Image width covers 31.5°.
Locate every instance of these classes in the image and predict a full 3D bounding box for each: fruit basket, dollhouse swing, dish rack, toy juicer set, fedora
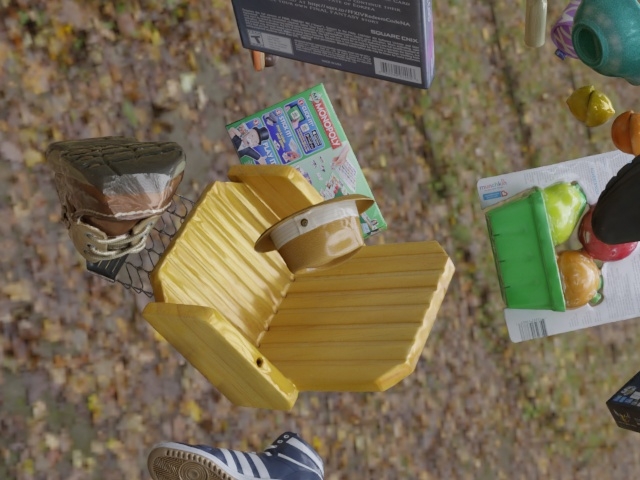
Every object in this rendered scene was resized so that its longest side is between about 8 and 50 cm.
[{"bbox_3d":[0.504,0.004,2.197,0.165,0.353,0.327,-142,-141,-86],"label":"fruit basket"},{"bbox_3d":[-0.023,0.048,1.761,0.315,0.305,0.347,47,48,-22],"label":"dollhouse swing"},{"bbox_3d":[-0.249,0.020,1.918,0.271,0.074,0.208,26,99,-34],"label":"dish rack"},{"bbox_3d":[0.384,-0.260,1.547,0.329,0.089,0.209,56,-20,20],"label":"toy juicer set"},{"bbox_3d":[0.000,0.000,1.678,0.194,0.194,0.079,2,64,-64],"label":"fedora"}]

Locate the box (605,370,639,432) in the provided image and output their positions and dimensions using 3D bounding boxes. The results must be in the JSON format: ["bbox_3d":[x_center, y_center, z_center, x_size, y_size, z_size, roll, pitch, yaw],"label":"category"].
[{"bbox_3d":[0.602,0.245,1.829,0.183,0.232,0.059,-36,107,-19],"label":"box"}]

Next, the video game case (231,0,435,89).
[{"bbox_3d":[0.000,-0.246,0.984,0.274,0.196,0.026,78,32,-56],"label":"video game case"}]

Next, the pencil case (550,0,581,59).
[{"bbox_3d":[0.429,-0.362,1.706,0.206,0.088,0.086,-55,-179,-15],"label":"pencil case"}]

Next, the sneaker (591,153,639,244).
[{"bbox_3d":[0.456,-0.050,1.321,0.109,0.286,0.130,48,28,-42],"label":"sneaker"}]

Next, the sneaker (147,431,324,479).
[{"bbox_3d":[-0.125,0.358,1.796,0.153,0.282,0.099,-72,180,-64],"label":"sneaker"}]

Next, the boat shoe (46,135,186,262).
[{"bbox_3d":[-0.206,-0.040,1.155,0.324,0.122,0.120,-155,-119,-71],"label":"boat shoe"}]

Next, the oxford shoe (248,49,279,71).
[{"bbox_3d":[-0.050,-0.452,1.863,0.130,0.132,0.364,142,-44,-84],"label":"oxford shoe"}]

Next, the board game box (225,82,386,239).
[{"bbox_3d":[-0.029,-0.124,2.235,0.046,0.213,0.317,65,2,-78],"label":"board game box"}]
